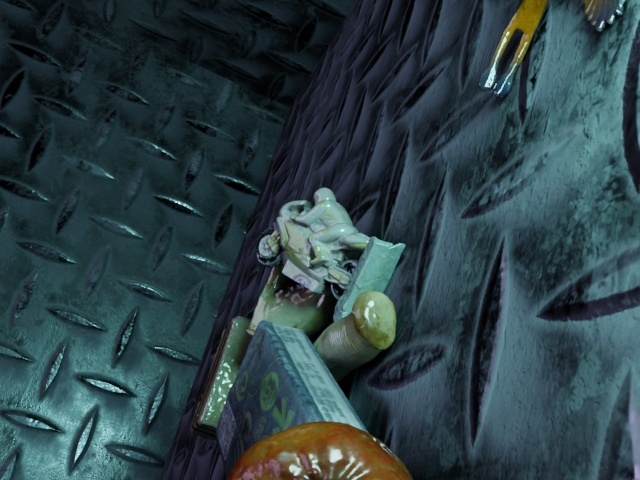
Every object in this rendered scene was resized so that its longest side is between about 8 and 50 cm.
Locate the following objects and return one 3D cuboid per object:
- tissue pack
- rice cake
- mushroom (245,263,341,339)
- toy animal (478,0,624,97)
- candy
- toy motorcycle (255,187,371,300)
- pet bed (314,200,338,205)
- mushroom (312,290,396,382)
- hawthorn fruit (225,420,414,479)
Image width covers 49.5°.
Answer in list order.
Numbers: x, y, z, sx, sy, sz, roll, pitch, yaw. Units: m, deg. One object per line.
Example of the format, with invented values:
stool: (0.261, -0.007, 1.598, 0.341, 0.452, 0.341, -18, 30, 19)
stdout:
tissue pack: (-0.063, 0.359, 1.212, 0.288, 0.124, 0.394, -68, 26, 15)
rice cake: (0.092, 0.085, 1.371, 0.063, 0.069, 0.206, -127, 59, -75)
mushroom: (-0.026, 0.126, 1.685, 0.217, 0.212, 0.292, 36, -118, -60)
toy animal: (0.368, -0.413, 1.083, 0.302, 0.225, 0.284, -58, -11, -16)
candy: (-0.202, 0.367, 1.817, 0.135, 0.179, 0.321, -48, 22, 55)
toy motorcycle: (0.000, 0.000, 1.518, 0.340, 0.108, 0.223, 26, 94, 39)
pet bed: (-0.011, -0.043, 2.043, 0.201, 0.053, 0.201, -54, 19, 28)
mushroom: (0.036, 0.218, 1.324, 0.351, 0.095, 0.123, 123, 147, -46)
hawthorn fruit: (-0.009, 0.397, 0.869, 0.276, 0.276, 0.307, -88, 11, -57)
